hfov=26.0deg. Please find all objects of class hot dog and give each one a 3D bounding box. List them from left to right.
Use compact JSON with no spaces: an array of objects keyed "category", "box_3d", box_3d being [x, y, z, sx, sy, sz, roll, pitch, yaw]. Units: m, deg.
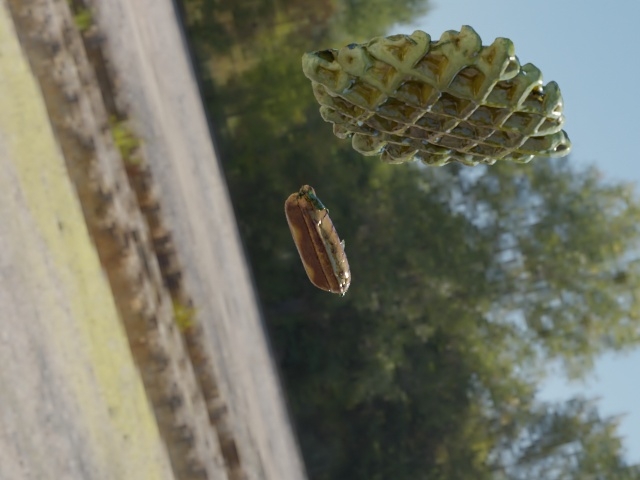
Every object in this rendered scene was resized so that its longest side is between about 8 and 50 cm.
[{"category":"hot dog","box_3d":[0.000,0.000,1.296,0.049,0.037,0.122,14,-45,38]}]

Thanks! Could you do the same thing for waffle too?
[{"category":"waffle","box_3d":[0.103,-0.117,1.196,0.208,0.214,0.054,41,51,-58]}]
